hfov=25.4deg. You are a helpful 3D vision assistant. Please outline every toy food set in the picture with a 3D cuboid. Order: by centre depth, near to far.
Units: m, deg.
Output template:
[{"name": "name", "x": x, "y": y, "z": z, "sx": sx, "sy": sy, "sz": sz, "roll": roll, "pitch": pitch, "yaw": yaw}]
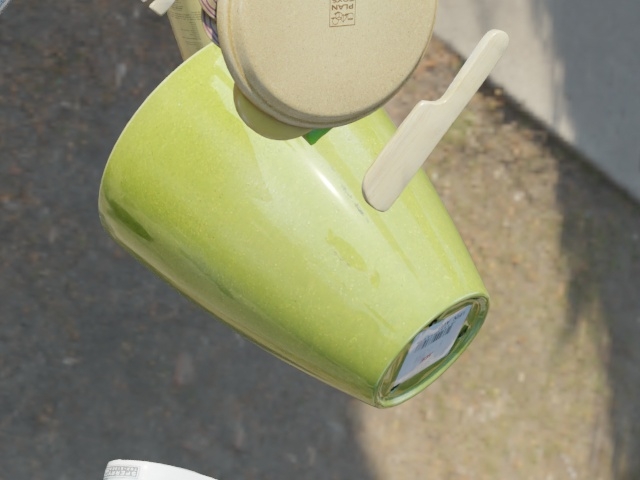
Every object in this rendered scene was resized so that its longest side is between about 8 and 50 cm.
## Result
[{"name": "toy food set", "x": -0.001, "y": -0.114, "z": 0.702, "sx": 0.192, "sy": 0.038, "sz": 0.132, "roll": 41, "pitch": 86, "yaw": -34}]

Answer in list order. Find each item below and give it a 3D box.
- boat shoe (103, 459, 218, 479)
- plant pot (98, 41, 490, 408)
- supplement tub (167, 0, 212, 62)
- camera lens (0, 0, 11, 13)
[{"name": "boat shoe", "x": -0.055, "y": 0.142, "z": 0.708, "sx": 0.142, "sy": 0.049, "sz": 0.040, "roll": 26, "pitch": 61, "yaw": -46}, {"name": "plant pot", "x": 0.000, "y": 0.000, "z": 1.256, "sx": 0.275, "sy": 0.293, "sz": 0.274, "roll": -35, "pitch": 154, "yaw": -20}, {"name": "supplement tub", "x": -0.095, "y": -0.248, "z": 1.611, "sx": 0.144, "sy": 0.144, "sz": 0.199, "roll": -47, "pitch": 132, "yaw": -39}, {"name": "camera lens", "x": -0.253, "y": -0.238, "z": 0.847, "sx": 0.219, "sy": 0.219, "sz": 0.274, "roll": 63, "pitch": 38, "yaw": -37}]
